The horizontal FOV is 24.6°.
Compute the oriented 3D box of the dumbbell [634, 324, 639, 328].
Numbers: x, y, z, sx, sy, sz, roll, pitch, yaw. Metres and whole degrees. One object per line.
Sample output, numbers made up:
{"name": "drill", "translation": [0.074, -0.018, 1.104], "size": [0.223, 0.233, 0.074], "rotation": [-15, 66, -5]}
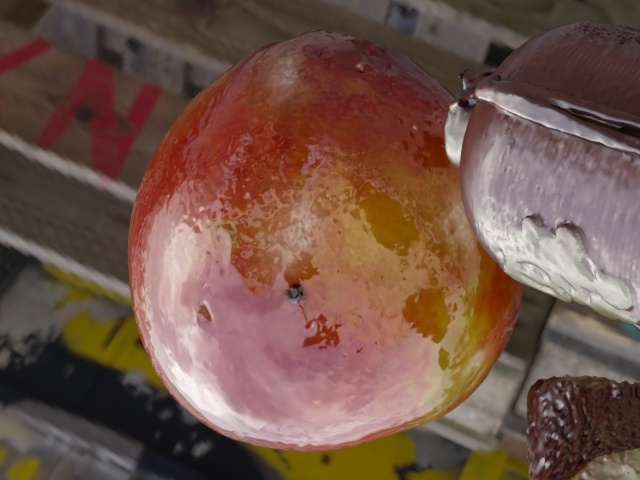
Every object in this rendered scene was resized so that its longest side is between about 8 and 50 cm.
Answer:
{"name": "dumbbell", "translation": [0.319, 0.117, 1.342], "size": [0.143, 0.325, 0.143], "rotation": [18, 155, 9]}

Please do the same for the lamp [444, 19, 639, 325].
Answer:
{"name": "lamp", "translation": [0.194, -0.039, 0.884], "size": [0.258, 0.180, 0.180], "rotation": [22, 143, 32]}

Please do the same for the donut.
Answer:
{"name": "donut", "translation": [0.215, 0.181, 1.059], "size": [0.126, 0.186, 0.144], "rotation": [15, 149, -13]}

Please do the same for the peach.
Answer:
{"name": "peach", "translation": [0.000, 0.000, 1.345], "size": [0.388, 0.388, 0.388], "rotation": [18, 139, 16]}
